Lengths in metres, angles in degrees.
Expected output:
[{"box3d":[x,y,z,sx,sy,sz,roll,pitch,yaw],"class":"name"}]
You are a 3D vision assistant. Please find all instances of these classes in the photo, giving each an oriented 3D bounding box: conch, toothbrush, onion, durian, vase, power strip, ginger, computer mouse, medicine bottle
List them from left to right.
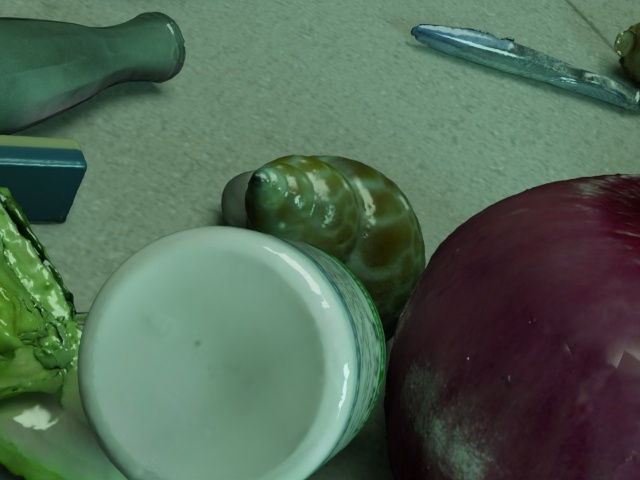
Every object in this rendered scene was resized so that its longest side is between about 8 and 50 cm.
[{"box3d":[-0.212,0.029,0.715,0.375,0.132,0.106,53,39,5],"class":"durian"},{"box3d":[-0.217,-0.041,0.857,0.123,0.056,0.032,1,45,-33],"class":"power strip"},{"box3d":[-0.191,-0.131,0.963,0.086,0.086,0.214,43,35,18],"class":"vase"},{"box3d":[-0.033,0.065,0.713,0.139,0.139,0.237,36,2,9],"class":"medicine bottle"},{"box3d":[-0.030,-0.016,0.962,0.096,0.039,0.066,18,38,-26],"class":"computer mouse"},{"box3d":[0.014,0.001,0.887,0.116,0.106,0.173,-40,108,-26],"class":"conch"},{"box3d":[0.279,-0.160,1.326,0.413,0.035,0.042,14,63,-18],"class":"toothbrush"},{"box3d":[0.221,0.093,0.782,0.358,0.345,0.358,4,59,-7],"class":"onion"},{"box3d":[0.404,-0.206,1.418,0.104,0.080,0.204,13,18,38],"class":"ginger"}]
